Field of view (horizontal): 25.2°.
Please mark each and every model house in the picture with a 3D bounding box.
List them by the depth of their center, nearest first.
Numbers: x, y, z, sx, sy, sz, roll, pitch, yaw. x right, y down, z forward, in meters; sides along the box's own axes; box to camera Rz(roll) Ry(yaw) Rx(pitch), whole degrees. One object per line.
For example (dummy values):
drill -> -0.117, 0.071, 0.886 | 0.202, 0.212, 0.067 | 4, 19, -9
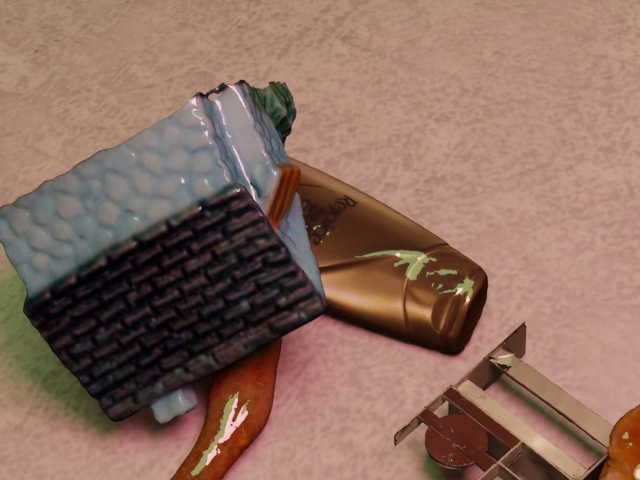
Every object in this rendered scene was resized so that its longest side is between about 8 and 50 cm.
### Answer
model house -> -0.108, 0.016, 1.292 | 0.261, 0.226, 0.241 | -28, 84, 15

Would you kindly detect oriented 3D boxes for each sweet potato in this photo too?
sweet potato -> -0.080, 0.143, 1.309 | 0.078, 0.058, 0.255 | 1, 52, 29

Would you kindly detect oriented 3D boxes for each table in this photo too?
table -> 0.175, 0.174, 1.248 | 0.175, 0.062, 0.146 | -38, 57, -23

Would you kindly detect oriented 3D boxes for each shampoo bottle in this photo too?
shampoo bottle -> 0.000, 0.000, 1.397 | 0.350, 0.084, 0.125 | 27, 66, 24

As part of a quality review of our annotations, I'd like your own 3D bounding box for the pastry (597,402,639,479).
pastry -> 0.337, 0.218, 1.158 | 0.218, 0.100, 0.229 | -42, 61, -14
